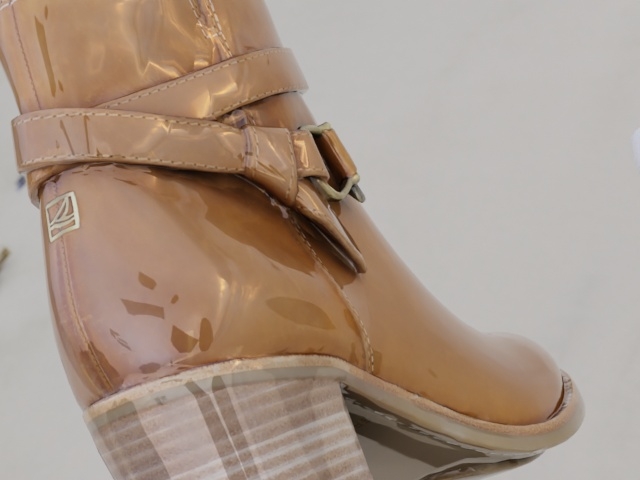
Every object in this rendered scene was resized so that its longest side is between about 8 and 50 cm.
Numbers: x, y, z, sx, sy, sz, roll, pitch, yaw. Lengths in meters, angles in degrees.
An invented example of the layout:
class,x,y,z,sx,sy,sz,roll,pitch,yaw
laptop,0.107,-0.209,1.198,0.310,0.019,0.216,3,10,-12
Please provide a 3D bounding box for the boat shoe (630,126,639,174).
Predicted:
class,x,y,z,sx,sy,sz,roll,pitch,yaw
boat shoe,0.171,-0.020,0.358,0.184,0.066,0.063,-8,79,-11

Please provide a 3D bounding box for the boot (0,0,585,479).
class,x,y,z,sx,sy,sz,roll,pitch,yaw
boot,0.000,0.000,0.392,0.073,0.197,0.152,-24,83,26
